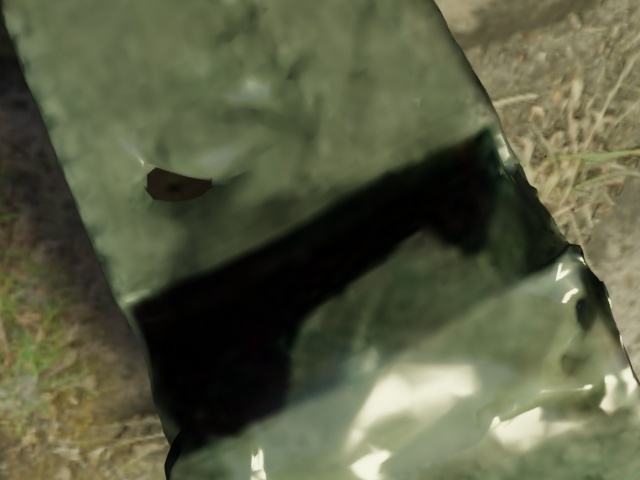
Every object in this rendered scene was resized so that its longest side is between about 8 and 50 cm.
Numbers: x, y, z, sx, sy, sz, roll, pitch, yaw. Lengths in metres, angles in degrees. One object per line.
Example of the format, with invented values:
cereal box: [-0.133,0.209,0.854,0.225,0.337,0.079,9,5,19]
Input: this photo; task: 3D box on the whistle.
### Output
whistle: [-0.001,0.001,0.381,0.168,0.188,0.405,-26,121,2]
